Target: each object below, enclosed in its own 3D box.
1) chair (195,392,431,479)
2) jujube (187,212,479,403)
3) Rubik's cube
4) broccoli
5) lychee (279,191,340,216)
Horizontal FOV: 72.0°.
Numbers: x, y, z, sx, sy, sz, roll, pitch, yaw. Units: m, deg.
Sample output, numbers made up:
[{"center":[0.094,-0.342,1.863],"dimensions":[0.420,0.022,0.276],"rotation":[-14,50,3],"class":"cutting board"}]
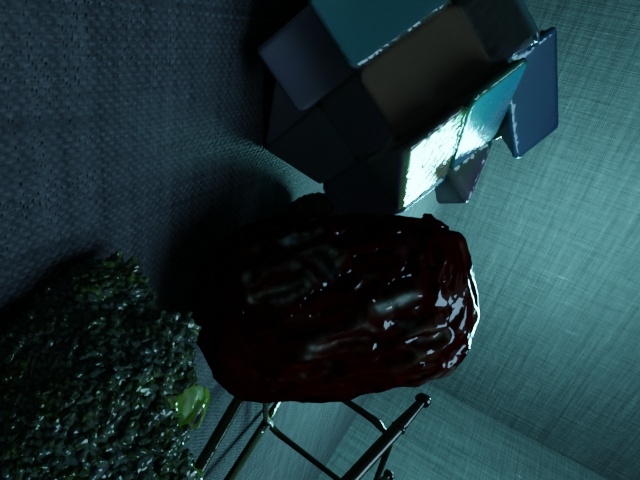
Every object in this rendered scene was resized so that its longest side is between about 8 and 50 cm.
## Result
[{"center":[-0.067,0.457,0.891],"dimensions":[0.410,0.364,0.362],"rotation":[-39,148,-42],"class":"chair"},{"center":[0.008,0.087,0.579],"dimensions":[0.258,0.376,0.259],"rotation":[-6,90,-69],"class":"jujube"},{"center":[0.116,-0.216,0.615],"dimensions":[0.368,0.358,0.387],"rotation":[-25,-163,48],"class":"Rubik's cube"},{"center":[-0.214,0.204,0.488],"dimensions":[0.362,0.221,0.252],"rotation":[87,-3,-51],"class":"broccoli"},{"center":[0.000,0.006,0.772],"dimensions":[0.194,0.194,0.195],"rotation":[-51,155,-35],"class":"lychee"}]
